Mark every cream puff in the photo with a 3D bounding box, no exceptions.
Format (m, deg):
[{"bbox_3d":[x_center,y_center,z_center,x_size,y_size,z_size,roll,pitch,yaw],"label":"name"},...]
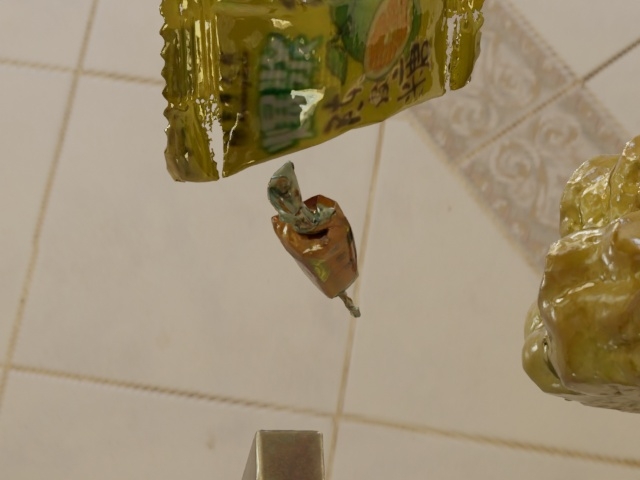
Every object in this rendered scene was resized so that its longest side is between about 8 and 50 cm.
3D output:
[{"bbox_3d":[0.318,0.017,1.208,0.324,0.291,0.257,15,71,-42],"label":"cream puff"}]

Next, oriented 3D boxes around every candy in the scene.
[{"bbox_3d":[0.013,-0.153,1.039,0.297,0.187,0.081,-23,39,-31],"label":"candy"},{"bbox_3d":[0.000,0.000,0.998,0.046,0.182,0.053,-40,63,-4],"label":"candy"}]

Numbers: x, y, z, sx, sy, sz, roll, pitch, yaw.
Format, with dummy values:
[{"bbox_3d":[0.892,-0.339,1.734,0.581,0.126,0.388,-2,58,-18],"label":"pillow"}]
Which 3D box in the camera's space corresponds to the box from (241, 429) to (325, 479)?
[{"bbox_3d":[-0.038,0.268,0.947,0.047,0.325,0.180,2,59,-10],"label":"box"}]
